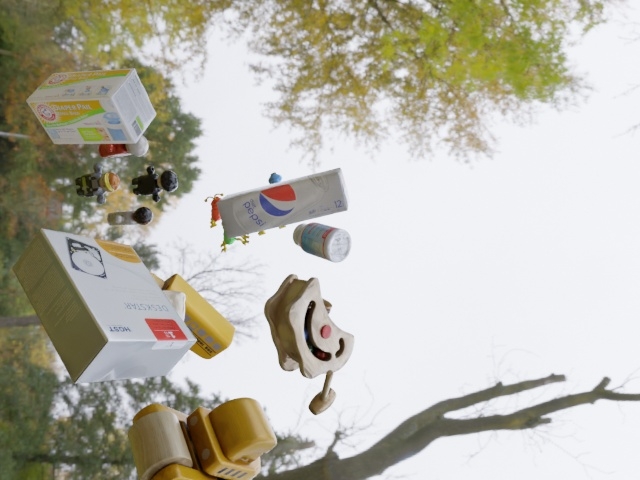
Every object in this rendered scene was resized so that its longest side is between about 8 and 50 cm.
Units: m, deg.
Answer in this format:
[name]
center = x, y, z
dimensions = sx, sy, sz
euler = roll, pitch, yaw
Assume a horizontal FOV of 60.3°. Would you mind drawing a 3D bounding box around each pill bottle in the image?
[pill bottle]
center = 0.000, 0.000, 1.421
dimensions = 0.160, 0.087, 0.087
euler = 17, -78, 50

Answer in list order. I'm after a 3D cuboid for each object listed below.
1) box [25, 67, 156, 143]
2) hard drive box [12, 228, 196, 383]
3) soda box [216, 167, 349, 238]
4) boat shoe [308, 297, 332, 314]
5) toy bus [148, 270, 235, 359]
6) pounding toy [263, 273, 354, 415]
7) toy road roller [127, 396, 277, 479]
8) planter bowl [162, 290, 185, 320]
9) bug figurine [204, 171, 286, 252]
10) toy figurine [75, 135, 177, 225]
[box]
center = -0.463, -0.271, 1.121
dimensions = 0.114, 0.203, 0.103
euler = 74, 24, -45
[hard drive box]
center = -0.333, 0.101, 0.858
dimensions = 0.089, 0.181, 0.232
euler = -49, -116, 12
[soda box]
center = -0.082, -0.086, 1.253
dimensions = 0.098, 0.286, 0.091
euler = -69, 146, -74
[boat shoe]
center = -0.046, 0.197, 1.740
dimensions = 0.207, 0.073, 0.073
euler = 24, -78, 44
[toy bus]
center = -0.423, 0.218, 1.684
dimensions = 0.130, 0.332, 0.108
euler = -34, -158, 21
[pounding toy]
center = 0.011, 0.201, 1.104
dimensions = 0.155, 0.154, 0.269
euler = 4, -65, 45
[toy road roller]
center = -0.261, 0.479, 1.313
dimensions = 0.240, 0.329, 0.202
euler = -42, -133, 4
[planter bowl]
center = -0.337, 0.168, 1.062
dimensions = 0.162, 0.162, 0.109
euler = -31, -115, 54
[bug figurine]
center = -0.208, -0.088, 1.574
dimensions = 0.279, 0.072, 0.216
euler = -22, -132, 10
[toy figurine]
center = -0.499, -0.150, 1.441
dimensions = 0.148, 0.213, 0.209
euler = -4, -134, 28
